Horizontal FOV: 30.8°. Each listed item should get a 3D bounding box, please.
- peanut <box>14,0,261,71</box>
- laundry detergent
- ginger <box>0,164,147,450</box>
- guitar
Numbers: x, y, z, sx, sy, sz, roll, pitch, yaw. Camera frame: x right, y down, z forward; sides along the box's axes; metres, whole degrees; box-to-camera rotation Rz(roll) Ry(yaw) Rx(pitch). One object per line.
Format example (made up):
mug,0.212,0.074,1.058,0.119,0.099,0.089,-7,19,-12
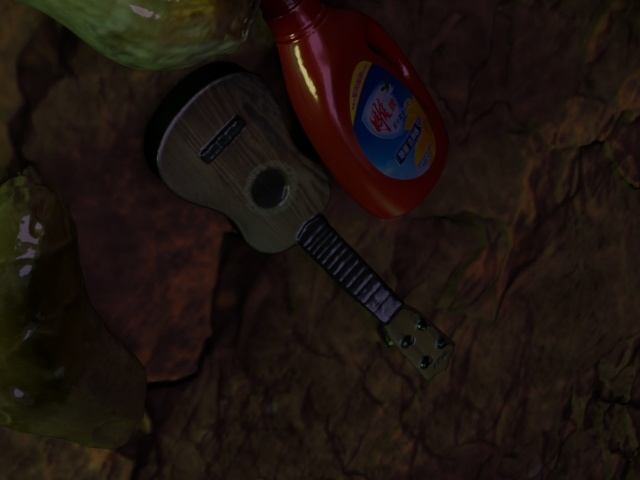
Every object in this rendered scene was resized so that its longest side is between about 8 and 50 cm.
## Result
peanut,-0.123,-0.143,0.576,0.206,0.087,0.087,18,101,-32
laundry detergent,0.018,-0.096,0.689,0.165,0.049,0.097,53,50,-33
ginger,-0.155,0.049,0.649,0.095,0.069,0.190,-20,120,-14
guitar,0.000,0.000,0.730,0.084,0.038,0.271,-47,122,-3
